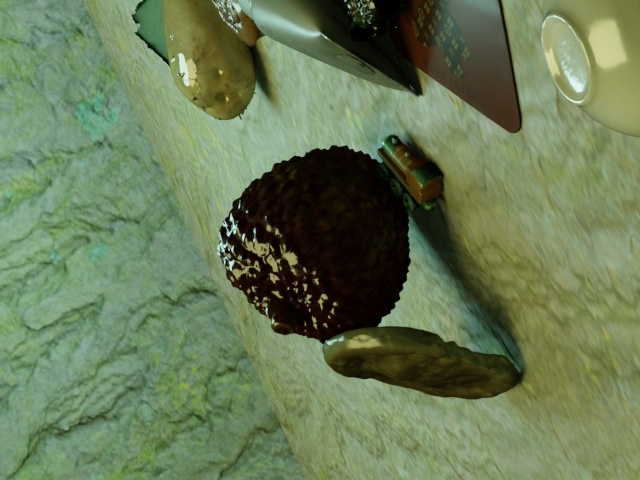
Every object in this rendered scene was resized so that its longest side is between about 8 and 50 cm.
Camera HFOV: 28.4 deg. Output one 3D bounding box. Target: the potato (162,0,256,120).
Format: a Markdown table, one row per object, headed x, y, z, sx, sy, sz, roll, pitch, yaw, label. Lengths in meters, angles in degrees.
| x | y | z | sx | sy | sz | roll | pitch | yaw | label |
| --- | --- | --- | --- | --- | --- | --- | --- | --- | --- |
| -0.182 | -0.301 | 1.973 | 0.161 | 0.128 | 0.235 | 19 | 125 | 54 | potato |

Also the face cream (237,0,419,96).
| x | y | z | sx | sy | sz | roll | pitch | yaw | label |
| --- | --- | --- | --- | --- | --- | --- | --- | --- | --- |
| -0.008 | -0.247 | 1.465 | 0.143 | 0.089 | 0.314 | 28 | -168 | -36 | face cream |

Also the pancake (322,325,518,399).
| x | y | z | sx | sy | sz | roll | pitch | yaw | label |
| --- | --- | --- | --- | --- | --- | --- | --- | --- | --- |
| 0.119 | 0.152 | 1.508 | 0.236 | 0.222 | 0.042 | 27 | -118 | -46 | pancake |

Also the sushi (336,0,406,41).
| x | y | z | sx | sy | sz | roll | pitch | yaw | label |
| --- | --- | --- | --- | --- | --- | --- | --- | --- | --- |
| 0.051 | -0.253 | 1.309 | 0.085 | 0.056 | 0.083 | 67 | 159 | -8 | sushi |

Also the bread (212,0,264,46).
| x | y | z | sx | sy | sz | roll | pitch | yaw | label |
| --- | --- | --- | --- | --- | --- | --- | --- | --- | --- |
| -0.098 | -0.326 | 1.686 | 0.125 | 0.086 | 0.156 | 67 | 168 | -19 | bread |

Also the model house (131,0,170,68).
| x | y | z | sx | sy | sz | roll | pitch | yaw | label |
| --- | --- | --- | --- | --- | --- | --- | --- | --- | --- |
| -0.227 | -0.364 | 2.123 | 0.148 | 0.119 | 0.149 | 42 | -167 | -4 | model house |

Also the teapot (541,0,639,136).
| x | y | z | sx | sy | sz | roll | pitch | yaw | label |
| --- | --- | --- | --- | --- | --- | --- | --- | --- | --- |
| 0.202 | -0.150 | 0.865 | 0.226 | 0.092 | 0.145 | 67 | 166 | 0 | teapot |

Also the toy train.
| x | y | z | sx | sy | sz | roll | pitch | yaw | label |
| --- | --- | --- | --- | --- | --- | --- | --- | --- | --- |
| 0.102 | -0.081 | 1.474 | 0.103 | 0.044 | 0.064 | 53 | 159 | 34 | toy train |

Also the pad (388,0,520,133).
| x | y | z | sx | sy | sz | roll | pitch | yaw | label |
| --- | --- | --- | --- | --- | --- | --- | --- | --- | --- |
| 0.115 | -0.221 | 1.243 | 0.267 | 0.004 | 0.181 | 46 | 158 | 52 | pad |

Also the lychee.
| x | y | z | sx | sy | sz | roll | pitch | yaw | label |
| --- | --- | --- | --- | --- | --- | --- | --- | --- | --- |
| 0.000 | 0.000 | 1.546 | 0.235 | 0.271 | 0.236 | 14 | 141 | 11 | lychee |
